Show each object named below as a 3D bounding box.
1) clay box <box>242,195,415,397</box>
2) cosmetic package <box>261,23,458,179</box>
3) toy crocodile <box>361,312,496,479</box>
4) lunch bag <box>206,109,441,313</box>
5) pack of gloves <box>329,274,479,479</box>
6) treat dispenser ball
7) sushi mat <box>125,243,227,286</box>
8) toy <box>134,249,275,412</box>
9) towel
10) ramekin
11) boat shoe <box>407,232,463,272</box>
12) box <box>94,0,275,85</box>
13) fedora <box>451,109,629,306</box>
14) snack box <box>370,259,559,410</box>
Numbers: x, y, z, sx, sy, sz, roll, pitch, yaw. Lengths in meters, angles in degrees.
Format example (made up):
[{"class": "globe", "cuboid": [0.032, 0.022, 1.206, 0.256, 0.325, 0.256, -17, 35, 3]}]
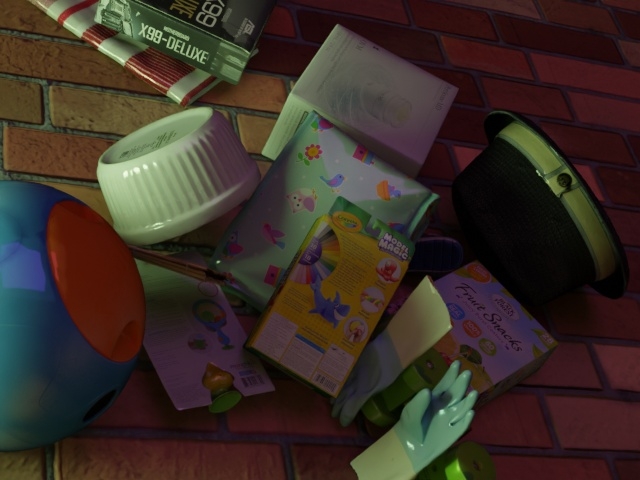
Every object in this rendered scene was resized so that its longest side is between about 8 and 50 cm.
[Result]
[{"class": "clay box", "cuboid": [0.014, 0.069, 1.488, 0.127, 0.053, 0.222, 33, 75, -9]}, {"class": "cosmetic package", "cuboid": [0.066, -0.184, 1.844, 0.224, 0.138, 0.224, 29, 43, -1]}, {"class": "toy crocodile", "cuboid": [0.143, 0.239, 1.476, 0.105, 0.115, 0.340, 3, 55, -42]}, {"class": "lunch bag", "cuboid": [0.000, 0.000, 1.613, 0.223, 0.160, 0.262, 34, 78, 5]}, {"class": "pack of gloves", "cuboid": [0.083, 0.184, 1.426, 0.046, 0.232, 0.195, 12, 40, -39]}, {"class": "treat dispenser ball", "cuboid": [-0.331, 0.080, 1.277, 0.288, 0.288, 0.288, 14, 44, -14]}, {"class": "sushi mat", "cuboid": [-0.272, 0.001, 1.457, 0.316, 0.151, 0.019, 16, 87, 8]}, {"class": "toy", "cuboid": [-0.170, 0.119, 1.490, 0.137, 0.056, 0.237, -8, 47, -34]}, {"class": "towel", "cuboid": [-0.281, -0.357, 1.909, 0.329, 0.037, 0.237, 35, 44, 7]}, {"class": "ramekin", "cuboid": [-0.191, -0.090, 1.557, 0.207, 0.207, 0.109, -48, 121, -46]}, {"class": "boat shoe", "cuboid": [0.112, 0.016, 1.727, 0.183, 0.066, 0.066, 8, 7, 2]}, {"class": "box", "cuboid": [-0.192, -0.406, 1.917, 0.242, 0.076, 0.307, 24, 44, -5]}, {"class": "fedora", "cuboid": [0.302, -0.024, 1.769, 0.152, 0.334, 0.334, -33, 64, -5]}, {"class": "snack box", "cuboid": [0.199, 0.136, 1.651, 0.207, 0.070, 0.174, -24, 62, -42]}]
